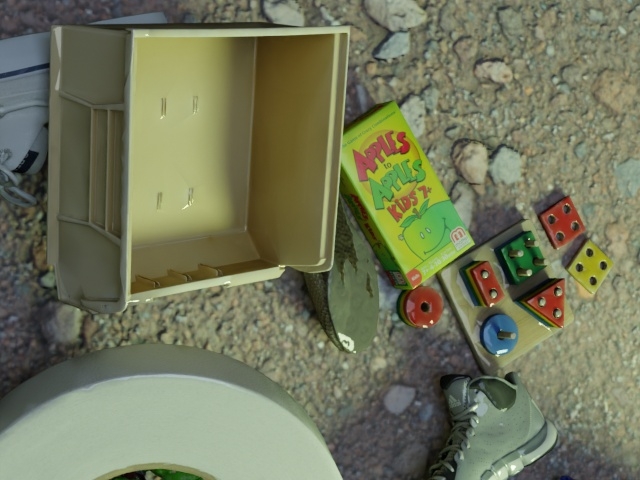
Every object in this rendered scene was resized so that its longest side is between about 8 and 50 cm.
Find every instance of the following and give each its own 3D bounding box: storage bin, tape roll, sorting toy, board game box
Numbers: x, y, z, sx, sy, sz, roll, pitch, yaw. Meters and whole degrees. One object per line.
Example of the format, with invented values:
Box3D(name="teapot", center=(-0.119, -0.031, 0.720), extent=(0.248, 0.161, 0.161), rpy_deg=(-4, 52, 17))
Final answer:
Box3D(name="storage bin", center=(-0.113, -0.074, 1.306), extent=(0.262, 0.123, 0.260), rpy_deg=(-10, 109, -46))
Box3D(name="tape roll", center=(-0.161, 0.284, 1.298), extent=(0.392, 0.072, 0.392), rpy_deg=(-5, 111, -13))
Box3D(name="sorting toy", center=(0.223, 0.058, 1.566), extent=(0.274, 0.046, 0.132), rpy_deg=(-29, 101, -22))
Box3D(name="board game box", center=(0.080, -0.048, 1.505), extent=(0.092, 0.043, 0.181), rpy_deg=(-35, 103, -21))

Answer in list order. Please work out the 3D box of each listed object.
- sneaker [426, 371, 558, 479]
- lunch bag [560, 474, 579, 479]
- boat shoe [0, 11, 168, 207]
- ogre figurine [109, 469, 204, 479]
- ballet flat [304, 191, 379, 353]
Box3D(name="sneaker", center=(0.143, 0.216, 1.514), extent=(0.229, 0.086, 0.132), rpy_deg=(-31, 97, -31))
Box3D(name="lunch bag", center=(0.335, 0.445, 1.583), extent=(0.221, 0.138, 0.293), rpy_deg=(21, 93, -22))
Box3D(name="boat shoe", center=(-0.294, -0.104, 1.301), extent=(0.367, 0.136, 0.156), rpy_deg=(-18, 99, -33))
Box3D(name="ogre figurine", center=(-0.173, 0.208, 1.363), extent=(0.118, 0.097, 0.197), rpy_deg=(-12, 75, -7))
Box3D(name="ballet flat", center=(0.000, 0.000, 1.468), extent=(0.084, 0.058, 0.250), rpy_deg=(-30, 108, -44))
